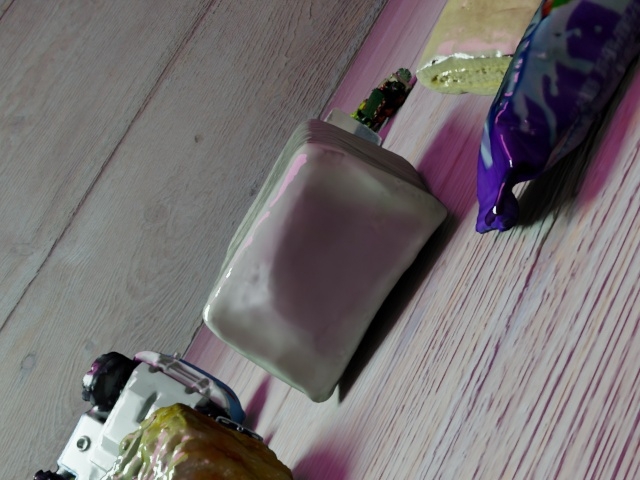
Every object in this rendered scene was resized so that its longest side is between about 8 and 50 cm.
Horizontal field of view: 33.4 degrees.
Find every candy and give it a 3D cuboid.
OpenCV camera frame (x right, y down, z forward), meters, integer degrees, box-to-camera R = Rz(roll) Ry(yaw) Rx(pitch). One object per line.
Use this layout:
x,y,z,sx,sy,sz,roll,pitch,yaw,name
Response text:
0.000,-0.003,1.046,0.208,0.145,0.359,-58,6,9,candy
0.165,-0.123,0.699,0.275,0.070,0.145,-62,-2,-7,candy

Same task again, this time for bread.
0.164,-0.202,0.882,0.139,0.060,0.178,4,60,44,bread

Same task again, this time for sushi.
-0.114,0.233,0.858,0.184,0.139,0.274,-61,10,-6,sushi

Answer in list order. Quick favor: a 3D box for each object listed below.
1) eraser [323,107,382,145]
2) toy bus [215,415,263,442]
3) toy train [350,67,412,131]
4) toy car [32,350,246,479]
-0.025,-0.074,1.773,0.096,0.098,0.404,-61,7,-28,eraser
-0.114,0.253,1.126,0.123,0.060,0.075,-64,4,-20,toy bus
0.087,-0.214,1.763,0.085,0.053,0.249,-56,5,-24,toy train
-0.223,0.292,1.313,0.314,0.198,0.166,-63,-26,-7,toy car
